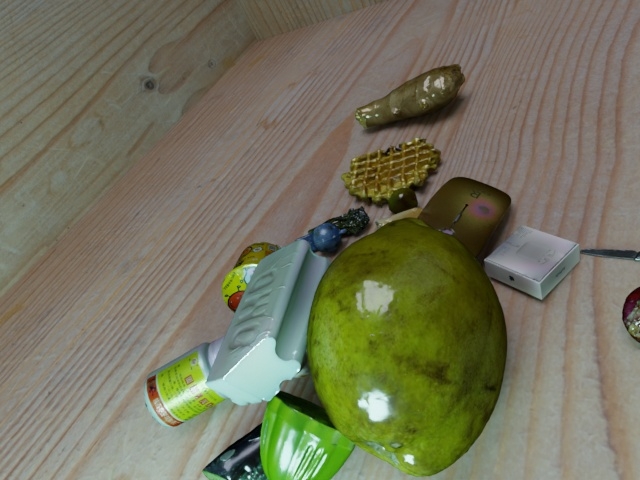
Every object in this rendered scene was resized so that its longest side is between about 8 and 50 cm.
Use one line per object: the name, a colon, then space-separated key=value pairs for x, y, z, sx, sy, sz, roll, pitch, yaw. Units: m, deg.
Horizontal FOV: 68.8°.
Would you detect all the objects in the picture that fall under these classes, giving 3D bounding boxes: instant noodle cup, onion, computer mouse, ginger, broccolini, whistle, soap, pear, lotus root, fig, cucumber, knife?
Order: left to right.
cucumber: x=-0.139 y=0.422 z=0.918 sx=0.193 sy=0.086 sz=0.115 roll=-35 pitch=34 yaw=-16
instant noodle cup: x=-0.157 y=0.097 z=1.231 sx=0.182 sy=0.182 sz=0.144 roll=-21 pitch=29 yaw=14
soap: x=-0.094 y=0.152 z=0.894 sx=0.172 sy=0.095 sz=0.290 roll=-27 pitch=33 yaw=43
lotus root: x=-0.038 y=0.383 z=0.834 sx=0.186 sy=0.186 sz=0.186 roll=-19 pitch=38 yaw=16
whistle: x=0.000 y=0.000 z=1.296 sx=0.157 sy=0.090 sz=0.090 roll=-22 pitch=37 yaw=12
broccolini: x=0.043 y=-0.046 z=1.335 sx=0.202 sy=0.068 sz=0.091 roll=-13 pitch=59 yaw=24
fig: x=0.220 y=-0.103 z=1.273 sx=0.088 sy=0.074 sz=0.074 roll=-23 pitch=33 yaw=43
pear: x=0.138 y=0.161 z=0.794 sx=0.351 sy=0.352 sz=0.414 roll=-6 pitch=50 yaw=30
ginger: x=0.302 y=-0.507 z=1.607 sx=0.375 sy=0.166 sz=0.236 roll=5 pitch=59 yaw=32
computer mouse: x=0.325 y=-0.053 z=1.071 sx=0.158 sy=0.072 sz=0.310 roll=28 pitch=53 yaw=24
knife: x=0.592 y=0.027 z=0.902 sx=0.170 sy=0.010 sz=0.023 roll=6 pitch=51 yaw=42
onion: x=0.550 y=0.122 z=0.758 sx=0.107 sy=0.097 sz=0.107 roll=-6 pitch=81 yaw=41

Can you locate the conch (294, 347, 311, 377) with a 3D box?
conch: x=-0.043 y=0.207 z=1.031 sx=0.182 sy=0.149 sz=0.275 roll=-19 pitch=35 yaw=23

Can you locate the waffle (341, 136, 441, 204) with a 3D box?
waffle: x=0.212 y=-0.213 z=1.411 sx=0.283 sy=0.065 sz=0.309 roll=-42 pitch=41 yaw=-11

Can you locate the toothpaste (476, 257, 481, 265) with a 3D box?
toothpaste: x=0.332 y=0.040 z=1.054 sx=0.056 sy=0.036 sz=0.205 roll=-10 pitch=42 yaw=6

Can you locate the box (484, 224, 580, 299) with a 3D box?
box: x=0.432 y=0.040 z=0.959 sx=0.130 sy=0.051 sz=0.129 roll=-38 pitch=37 yaw=-18

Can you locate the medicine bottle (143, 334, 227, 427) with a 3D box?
medicine bottle: x=-0.277 y=0.319 z=1.078 sx=0.225 sy=0.139 sz=0.139 roll=-30 pitch=36 yaw=3

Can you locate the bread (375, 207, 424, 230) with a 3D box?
bread: x=0.212 y=-0.014 z=1.159 sx=0.177 sy=0.084 sz=0.119 roll=-20 pitch=39 yaw=14
